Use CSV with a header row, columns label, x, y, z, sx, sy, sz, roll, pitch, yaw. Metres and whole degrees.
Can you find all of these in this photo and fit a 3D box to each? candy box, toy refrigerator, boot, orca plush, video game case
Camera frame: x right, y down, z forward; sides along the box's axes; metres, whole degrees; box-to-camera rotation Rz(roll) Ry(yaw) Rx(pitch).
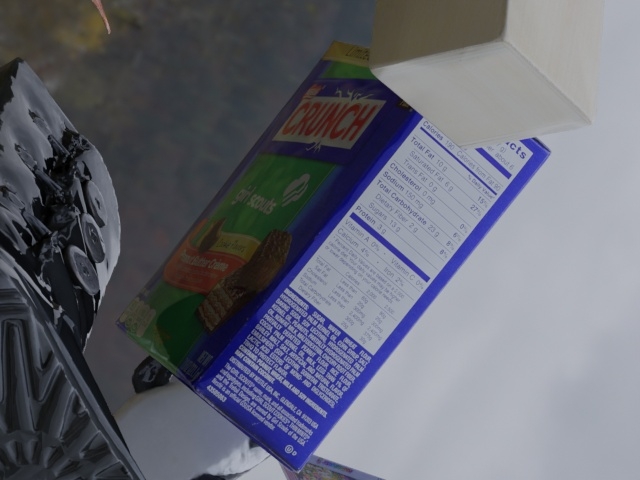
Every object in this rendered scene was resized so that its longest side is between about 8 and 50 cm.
label,x,y,z,sx,sy,sz,roll,pitch,yaw
candy box,0.000,0.000,1.547,0.317,0.122,0.268,-51,-160,-6
toy refrigerator,0.098,-0.196,1.069,0.094,0.102,0.269,-10,-118,34
boot,-0.204,0.092,1.416,0.445,0.146,0.367,-110,-176,-70
orca plush,-0.090,0.155,1.747,0.287,0.151,0.102,-42,169,-10
video game case,0.022,0.220,1.675,0.011,0.122,0.087,-56,146,-29

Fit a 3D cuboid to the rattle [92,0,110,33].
label,x,y,z,sx,sy,sz,roll,pitch,yaw
rattle,-0.189,-0.209,1.038,0.130,0.200,0.142,-54,167,-63
